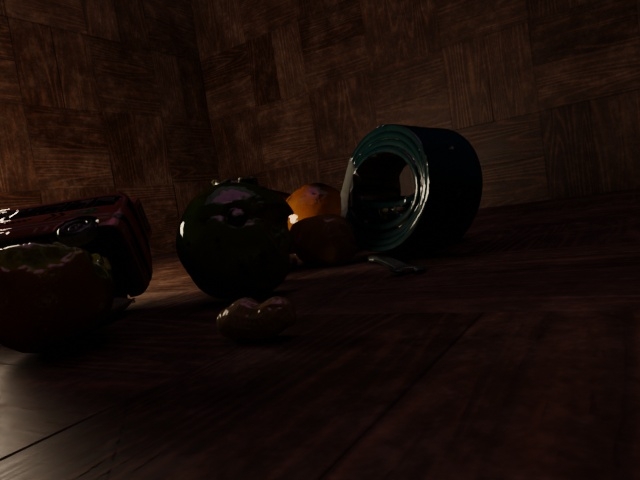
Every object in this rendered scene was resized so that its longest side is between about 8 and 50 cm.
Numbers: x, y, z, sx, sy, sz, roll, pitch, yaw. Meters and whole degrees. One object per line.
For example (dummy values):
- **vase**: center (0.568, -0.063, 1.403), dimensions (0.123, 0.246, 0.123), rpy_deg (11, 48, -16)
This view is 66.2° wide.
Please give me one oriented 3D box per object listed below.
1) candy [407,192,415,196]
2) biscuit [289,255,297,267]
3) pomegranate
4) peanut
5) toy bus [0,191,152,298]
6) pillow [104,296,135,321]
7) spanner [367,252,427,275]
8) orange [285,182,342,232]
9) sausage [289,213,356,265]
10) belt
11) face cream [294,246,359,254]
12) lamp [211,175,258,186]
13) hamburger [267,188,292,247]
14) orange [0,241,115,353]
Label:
- **candy**: center (0.308, -0.069, 1.421), dimensions (0.214, 0.157, 0.289), rpy_deg (0, 6, 3)
- **biscuit**: center (-0.160, 0.068, 1.327), dimensions (0.188, 0.040, 0.265), rpy_deg (-5, 4, 14)
- **pomegranate**: center (-0.156, 0.014, 0.986), dimensions (0.235, 0.236, 0.302), rpy_deg (-9, -20, 2)
- **peanut**: center (-0.079, 0.095, 0.600), dimensions (0.113, 0.054, 0.054), rpy_deg (-11, 2, 26)
- **toy bus**: center (-0.585, 0.031, 1.064), dimensions (0.426, 0.203, 0.233), rpy_deg (-9, 33, 1)
- **pillow**: center (-0.483, 0.140, 0.907), dimensions (0.229, 0.050, 0.148), rpy_deg (-5, 9, 7)
- **spanner**: center (0.157, 0.048, 1.050), dimensions (0.071, 0.018, 0.302), rpy_deg (-8, 4, -4)
- **orange**: center (-0.013, -0.077, 1.684), dimensions (0.245, 0.247, 0.246), rpy_deg (-9, 4, 1)
- **sausage**: center (0.001, 0.000, 1.287), dimensions (0.120, 0.136, 0.241), rpy_deg (-25, 7, -30)
- **belt**: center (0.196, -0.120, 1.188), dimensions (0.172, 0.301, 0.436), rpy_deg (2, -1, -25)
- **face cream**: center (0.089, 0.003, 1.525), dimensions (0.341, 0.084, 0.137), rpy_deg (-21, 20, -40)
- **lamp**: center (-0.210, -0.053, 1.276), dimensions (0.246, 0.247, 0.247), rpy_deg (-9, 4, 1)
- **hamburger**: center (-0.237, -0.074, 1.874), dimensions (0.329, 0.250, 0.330), rpy_deg (10, 3, 0)
- **orange**: center (-0.402, 0.081, 0.733), dimensions (0.179, 0.159, 0.237), rpy_deg (-12, 4, -25)
